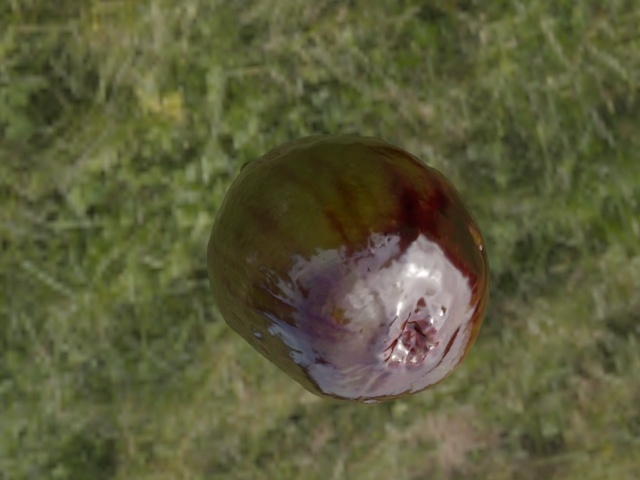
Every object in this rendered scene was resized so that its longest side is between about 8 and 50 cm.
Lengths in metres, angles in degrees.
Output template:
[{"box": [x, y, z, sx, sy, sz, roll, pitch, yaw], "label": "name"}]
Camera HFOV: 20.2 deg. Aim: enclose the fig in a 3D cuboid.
[{"box": [0.000, 0.000, 0.709, 0.103, 0.154, 0.109, -28, 131, -16], "label": "fig"}]
